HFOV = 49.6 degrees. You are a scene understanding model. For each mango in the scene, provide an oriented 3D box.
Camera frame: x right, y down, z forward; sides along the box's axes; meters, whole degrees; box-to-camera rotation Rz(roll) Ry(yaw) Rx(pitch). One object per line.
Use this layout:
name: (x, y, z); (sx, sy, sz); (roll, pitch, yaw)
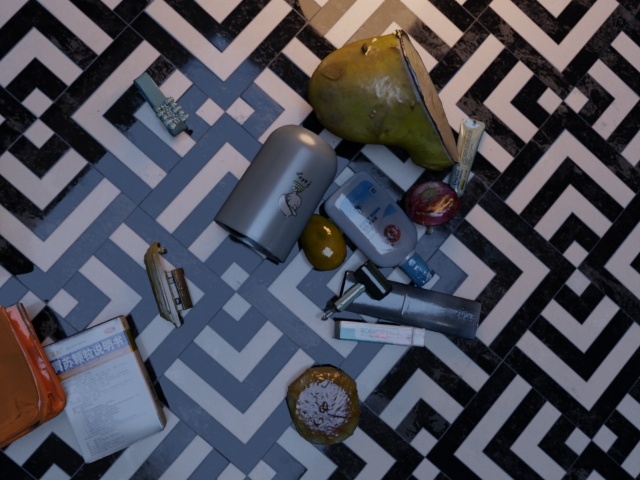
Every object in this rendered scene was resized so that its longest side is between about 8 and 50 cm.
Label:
mango: (0.005, 0.001, 1.791); (0.111, 0.089, 0.163); (-14, 78, -11)

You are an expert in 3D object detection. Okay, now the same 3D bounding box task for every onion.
onion: (0.296, -0.075, 1.833); (0.150, 0.150, 0.140); (-21, 131, -8)

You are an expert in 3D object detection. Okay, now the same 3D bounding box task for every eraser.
eraser: (0.150, 0.241, 1.792); (0.225, 0.095, 0.052); (7, 82, -7)

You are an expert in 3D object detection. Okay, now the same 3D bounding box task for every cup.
cup: (-0.102, -0.123, 1.725); (0.205, 0.205, 0.312); (32, 83, -5)

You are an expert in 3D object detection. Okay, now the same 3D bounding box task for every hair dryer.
hair dryer: (0.082, 0.147, 1.771); (0.197, 0.057, 0.100); (-39, 90, -3)

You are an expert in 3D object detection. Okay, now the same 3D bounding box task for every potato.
potato: (0.153, -0.332, 1.791); (0.295, 0.290, 0.397); (-19, 131, 19)

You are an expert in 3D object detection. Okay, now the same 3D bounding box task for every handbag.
handbag: (-0.818, 0.351, 1.596); (0.410, 0.116, 0.304); (-27, 89, 7)

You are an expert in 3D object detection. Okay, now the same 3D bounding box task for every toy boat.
toy boat: (-0.383, 0.111, 1.747); (0.088, 0.068, 0.226); (-16, 86, -13)

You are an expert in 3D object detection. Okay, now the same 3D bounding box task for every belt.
belt: (-0.408, -0.349, 1.752); (0.065, 0.100, 0.179); (-39, 90, -12)

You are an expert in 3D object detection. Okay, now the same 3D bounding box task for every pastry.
pastry: (0.008, 0.421, 1.764); (0.182, 0.093, 0.193); (-6, 88, -5)

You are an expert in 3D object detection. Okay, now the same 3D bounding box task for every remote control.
remote control: (0.236, 0.172, 1.833); (0.377, 0.044, 0.107); (13, 80, -6)

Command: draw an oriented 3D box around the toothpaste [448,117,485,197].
toothpaste: (0.388, -0.210, 1.879); (0.067, 0.037, 0.256); (16, 82, -2)

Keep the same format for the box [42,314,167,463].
box: (-0.524, 0.358, 1.691); (0.200, 0.106, 0.300); (-22, 88, -8)

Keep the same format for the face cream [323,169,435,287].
face cream: (0.167, -0.018, 1.814); (0.163, 0.080, 0.337); (-43, 92, -17)
